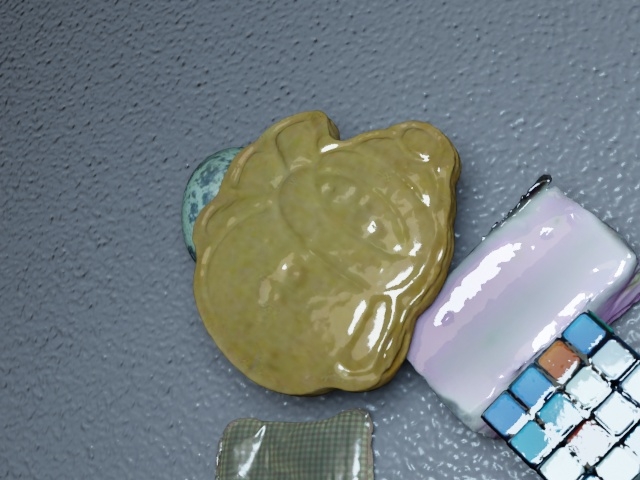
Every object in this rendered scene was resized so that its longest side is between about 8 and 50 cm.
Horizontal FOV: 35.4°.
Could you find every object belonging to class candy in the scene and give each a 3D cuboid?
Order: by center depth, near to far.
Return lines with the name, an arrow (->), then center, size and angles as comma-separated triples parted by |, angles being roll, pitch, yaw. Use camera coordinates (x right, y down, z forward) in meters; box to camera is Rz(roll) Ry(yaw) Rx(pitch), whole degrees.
candy -> 0.222, 0.077, 1.113 | 0.265, 0.116, 0.155 | -46, 59, 2

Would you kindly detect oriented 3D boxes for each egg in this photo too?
egg -> -0.116, -0.037, 1.305 | 0.132, 0.132, 0.172 | 15, 84, 29

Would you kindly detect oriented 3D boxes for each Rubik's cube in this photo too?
Rubik's cube -> 0.282, 0.188, 1.020 | 0.154, 0.155, 0.151 | -47, 59, 2

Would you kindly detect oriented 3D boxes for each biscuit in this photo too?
biscuit -> 0.000, 0.000, 1.149 | 0.312, 0.057, 0.351 | 28, 84, 27

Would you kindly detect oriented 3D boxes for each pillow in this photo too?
pillow -> -0.034, 0.275, 1.203 | 0.211, 0.034, 0.135 | -9, 68, 23
